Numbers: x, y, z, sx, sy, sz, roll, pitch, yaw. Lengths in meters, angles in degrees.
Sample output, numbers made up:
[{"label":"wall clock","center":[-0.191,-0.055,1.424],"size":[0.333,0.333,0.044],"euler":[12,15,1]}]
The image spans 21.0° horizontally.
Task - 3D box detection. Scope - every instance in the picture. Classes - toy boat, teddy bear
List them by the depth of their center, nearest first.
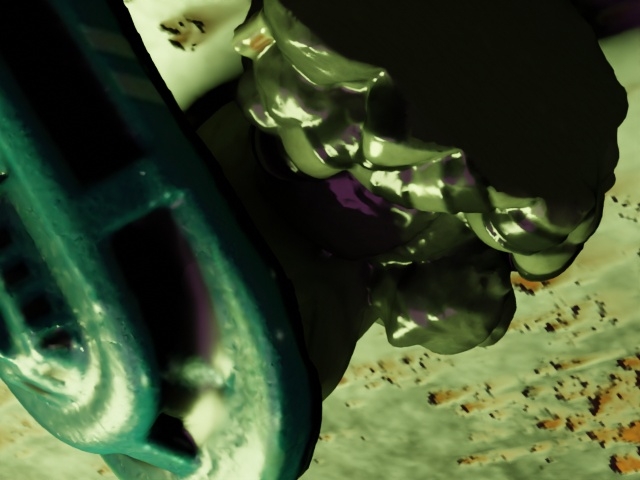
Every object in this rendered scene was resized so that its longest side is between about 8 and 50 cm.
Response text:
[{"label":"toy boat","center":[-0.116,-0.026,0.587],"size":[0.134,0.092,0.298],"euler":[-36,82,49]},{"label":"teddy bear","center":[0.017,-0.003,0.644],"size":[0.171,0.144,0.251],"euler":[16,143,-16]}]
